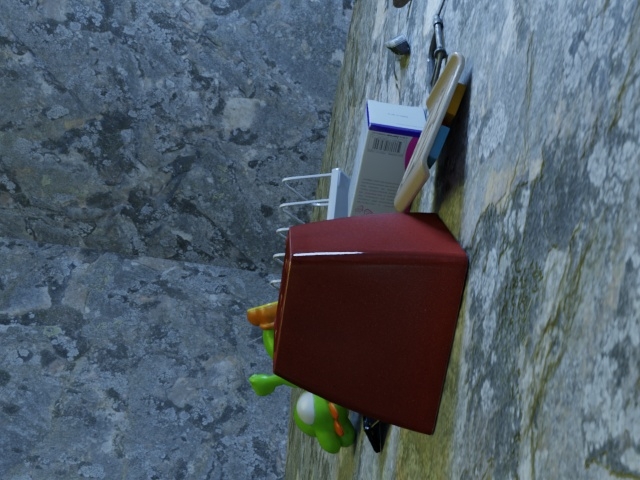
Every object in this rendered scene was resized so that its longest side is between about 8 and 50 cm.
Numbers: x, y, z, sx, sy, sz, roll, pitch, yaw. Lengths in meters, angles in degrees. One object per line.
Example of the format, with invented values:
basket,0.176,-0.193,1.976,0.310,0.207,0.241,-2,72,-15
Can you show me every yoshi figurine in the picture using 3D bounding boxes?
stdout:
yoshi figurine,-0.038,0.302,1.863,0.362,0.203,0.203,68,-163,4

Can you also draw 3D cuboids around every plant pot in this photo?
plant pot,0.055,0.098,1.233,0.267,0.235,0.268,-101,20,-75

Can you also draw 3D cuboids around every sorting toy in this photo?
sorting toy,0.173,-0.161,1.285,0.193,0.038,0.208,113,176,-72

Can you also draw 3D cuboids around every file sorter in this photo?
file sorter,0.000,0.000,1.980,0.193,0.173,0.278,35,-124,-55

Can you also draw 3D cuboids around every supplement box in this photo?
supplement box,0.123,-0.137,1.560,0.114,0.111,0.220,-89,9,-56

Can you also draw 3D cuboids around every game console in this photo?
game console,0.115,0.306,1.517,0.122,0.071,0.107,-88,-23,-55

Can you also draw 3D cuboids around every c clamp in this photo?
c clamp,0.204,-0.343,1.467,0.137,0.022,0.161,104,173,-49

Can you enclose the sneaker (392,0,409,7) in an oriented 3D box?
sneaker,0.193,-0.594,1.887,0.067,0.042,0.118,-92,18,-44

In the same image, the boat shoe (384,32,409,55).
boat shoe,0.173,-0.436,1.853,0.040,0.049,0.142,60,-171,-12

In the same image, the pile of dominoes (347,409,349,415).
pile of dominoes,0.037,0.417,2.086,0.251,0.040,0.196,119,159,-78
